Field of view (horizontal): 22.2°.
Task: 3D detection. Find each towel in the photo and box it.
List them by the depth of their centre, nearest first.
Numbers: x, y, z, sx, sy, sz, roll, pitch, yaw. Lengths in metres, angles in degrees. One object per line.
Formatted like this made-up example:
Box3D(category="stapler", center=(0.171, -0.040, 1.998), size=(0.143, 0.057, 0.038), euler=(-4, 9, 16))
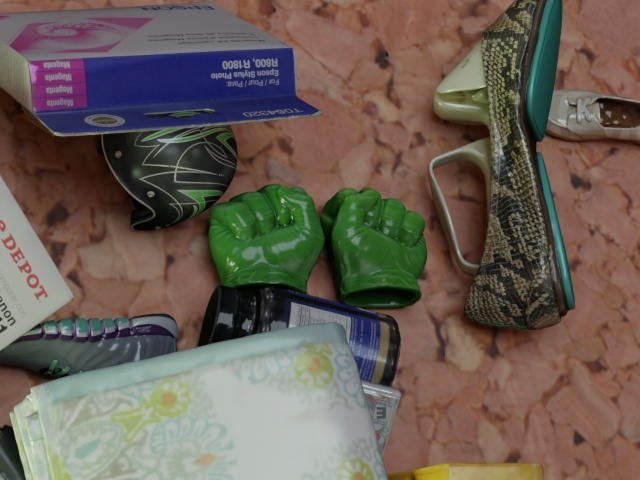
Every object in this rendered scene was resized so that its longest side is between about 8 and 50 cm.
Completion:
Box3D(category="towel", center=(-0.116, 0.270, 1.710), size=(0.374, 0.090, 0.320), euler=(-12, 70, -7))

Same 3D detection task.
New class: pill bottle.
Box3D(category="pill bottle", center=(-0.026, 0.122, 1.907), size=(0.219, 0.123, 0.123), euler=(15, 63, -11))

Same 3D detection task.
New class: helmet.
Box3D(category="helmet", center=(-0.181, -0.100, 1.930), size=(0.169, 0.161, 0.169), euler=(7, 65, -16))

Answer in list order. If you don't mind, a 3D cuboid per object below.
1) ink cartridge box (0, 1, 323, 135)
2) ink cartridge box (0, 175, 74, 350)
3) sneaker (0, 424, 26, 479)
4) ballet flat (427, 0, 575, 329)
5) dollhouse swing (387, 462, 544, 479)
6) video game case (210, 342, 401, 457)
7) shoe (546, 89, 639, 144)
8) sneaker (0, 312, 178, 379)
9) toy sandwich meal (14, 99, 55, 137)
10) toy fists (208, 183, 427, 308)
Box3D(category="ink cartridge box", center=(-0.208, -0.208, 1.891), size=(0.324, 0.330, 0.071), euler=(-7, 112, -27))
Box3D(category="ink cartridge box", center=(-0.453, 0.052, 1.726), size=(0.306, 0.131, 0.226), euler=(-36, 112, -21))
Box3D(category="sneaker", center=(-0.331, 0.230, 1.789), size=(0.118, 0.083, 0.222), euler=(-34, 87, -36))
Box3D(category="ballet flat", center=(0.226, -0.118, 2.088), size=(0.182, 0.164, 0.483), euler=(-4, 70, 13))
Box3D(category="dollhouse swing", center=(0.207, 0.431, 1.776), size=(0.305, 0.315, 0.347), euler=(8, 72, -35))
Box3D(category="video game case", center=(-0.043, 0.241, 1.846), size=(0.227, 0.026, 0.206), euler=(15, 95, -12))
Box3D(category="shoe", center=(0.389, -0.173, 2.215), size=(0.219, 0.058, 0.076), euler=(7, 65, -16))
Box3D(category="sneaker", center=(-0.262, 0.141, 1.844), size=(0.224, 0.083, 0.098), euler=(-5, 74, -21))
Box3D(category="toy sandwich meal", center=(-0.333, -0.163, 1.985), size=(0.085, 0.029, 0.085), euler=(14, 61, -25))
Box3D(category="toy fists", center=(0.000, 0.000, 1.987), size=(0.279, 0.096, 0.142), euler=(1, 65, -17))
